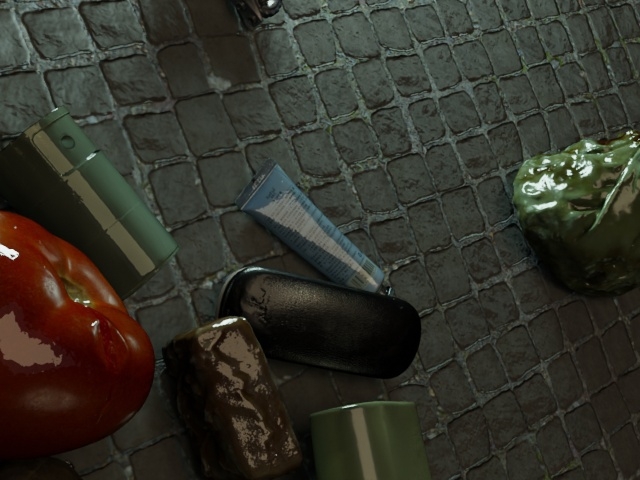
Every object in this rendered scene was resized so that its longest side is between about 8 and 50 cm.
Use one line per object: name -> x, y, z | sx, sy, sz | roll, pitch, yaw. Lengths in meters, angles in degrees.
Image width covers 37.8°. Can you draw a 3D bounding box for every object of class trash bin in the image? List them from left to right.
trash bin -> 0.077, 0.342, 1.231 | 0.243, 0.121, 0.248 | 19, 58, -64

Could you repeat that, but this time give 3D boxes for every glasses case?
glasses case -> 0.004, 0.116, 1.297 | 0.314, 0.075, 0.122 | 14, 89, -27

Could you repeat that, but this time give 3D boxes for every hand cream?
hand cream -> 0.000, 0.000, 1.359 | 0.271, 0.058, 0.091 | 42, 71, -14

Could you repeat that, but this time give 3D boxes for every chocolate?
chocolate -> -0.118, 0.208, 1.158 | 0.093, 0.148, 0.214 | -17, 85, -31

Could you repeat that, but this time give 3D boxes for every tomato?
tomato -> -0.326, 0.111, 0.975 | 0.298, 0.298, 0.226 | 43, 98, -17

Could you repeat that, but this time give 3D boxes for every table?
table -> -0.286, -0.036, 1.124 | 0.220, 0.126, 0.126 | 51, 54, -11

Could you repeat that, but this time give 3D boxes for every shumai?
shumai -> 0.524, -0.073, 1.595 | 0.329, 0.288, 0.292 | 14, 70, -33

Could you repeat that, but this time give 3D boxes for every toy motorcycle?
toy motorcycle -> -0.144, -0.404, 1.362 | 0.215, 0.080, 0.122 | 48, 55, -19

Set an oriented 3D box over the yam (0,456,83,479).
yam -> -0.308, 0.321, 0.941 | 0.129, 0.238, 0.128 | 4, 105, -6
